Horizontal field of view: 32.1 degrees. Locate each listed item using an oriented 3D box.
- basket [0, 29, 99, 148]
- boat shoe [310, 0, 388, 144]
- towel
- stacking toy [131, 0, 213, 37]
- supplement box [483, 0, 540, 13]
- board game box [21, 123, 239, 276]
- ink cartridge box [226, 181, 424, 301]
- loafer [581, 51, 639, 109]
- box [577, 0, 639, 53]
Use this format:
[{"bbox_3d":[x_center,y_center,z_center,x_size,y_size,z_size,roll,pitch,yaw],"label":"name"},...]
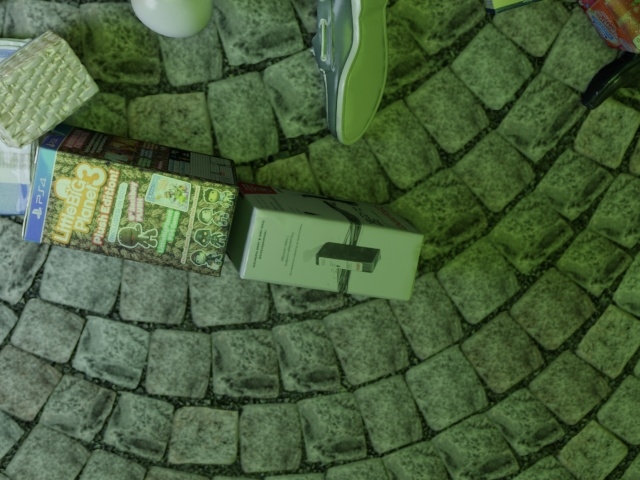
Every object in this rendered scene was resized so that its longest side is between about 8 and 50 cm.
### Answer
[{"bbox_3d":[-0.427,-0.223,1.660,0.167,0.103,0.113,-39,116,-11],"label":"basket"},{"bbox_3d":[0.039,-0.313,1.748,0.099,0.116,0.320,18,114,33],"label":"boat shoe"},{"bbox_3d":[-0.542,-0.177,1.728,0.209,0.034,0.285,2,104,-6],"label":"towel"},{"bbox_3d":[-0.333,-0.464,1.546,0.350,0.350,0.480,-40,113,4],"label":"stacking toy"},{"bbox_3d":[0.298,-0.410,1.756,0.083,0.056,0.083,-17,105,-2],"label":"supplement box"},{"bbox_3d":[-0.281,-0.066,1.684,0.291,0.232,0.141,12,102,-9],"label":"board game box"},{"bbox_3d":[0.000,0.000,1.735,0.272,0.197,0.114,9,103,-17],"label":"ink cartridge box"},{"bbox_3d":[0.501,-0.271,1.814,0.170,0.062,0.061,-44,109,6],"label":"loafer"},{"bbox_3d":[0.544,-0.421,1.745,0.257,0.128,0.123,-38,105,4],"label":"box"}]
